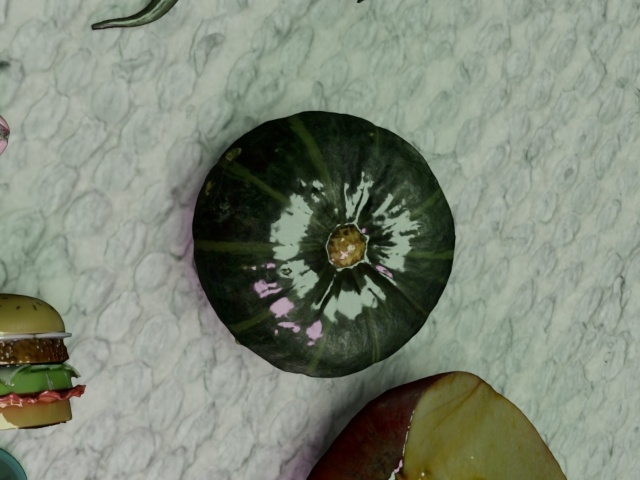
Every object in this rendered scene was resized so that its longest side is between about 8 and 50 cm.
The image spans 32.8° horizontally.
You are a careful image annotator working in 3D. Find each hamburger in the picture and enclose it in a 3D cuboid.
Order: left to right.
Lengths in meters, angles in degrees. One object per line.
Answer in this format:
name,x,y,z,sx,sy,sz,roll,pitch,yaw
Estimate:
hamburger,-0.322,0.121,1.087,0.175,0.175,0.137,0,83,-28

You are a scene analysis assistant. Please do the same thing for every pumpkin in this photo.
pumpkin,0.000,0.000,1.225,0.300,0.207,0.300,-2,98,-15

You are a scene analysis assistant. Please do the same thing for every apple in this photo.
apple,0.148,0.351,1.299,0.365,0.295,0.329,33,106,-30

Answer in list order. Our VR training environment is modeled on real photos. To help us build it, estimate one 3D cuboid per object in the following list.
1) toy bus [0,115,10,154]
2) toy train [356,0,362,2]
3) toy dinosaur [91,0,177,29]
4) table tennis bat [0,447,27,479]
toy bus,-0.403,-0.137,1.068,0.203,0.063,0.090,41,75,-24
toy train,0.092,-0.380,1.251,0.203,0.163,0.112,-49,113,-17
toy dinosaur,-0.187,-0.336,1.190,0.178,0.087,0.187,-21,90,12
table tennis bat,-0.401,0.266,1.132,0.201,0.033,0.124,19,85,-33
